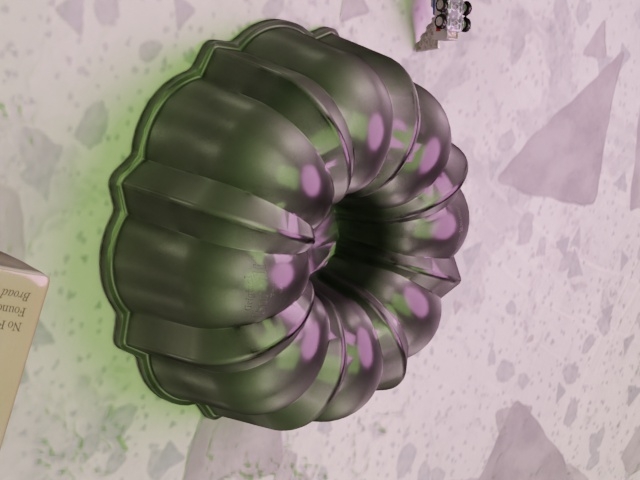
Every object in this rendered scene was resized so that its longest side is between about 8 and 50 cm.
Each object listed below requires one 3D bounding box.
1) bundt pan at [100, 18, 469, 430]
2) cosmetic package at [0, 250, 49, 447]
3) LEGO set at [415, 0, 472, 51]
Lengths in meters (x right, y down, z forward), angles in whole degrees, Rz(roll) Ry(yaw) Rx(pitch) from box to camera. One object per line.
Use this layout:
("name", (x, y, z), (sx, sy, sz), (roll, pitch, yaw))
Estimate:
("bundt pan", (0.000, 0.000, 0.954), (0.330, 0.124, 0.331), (-19, 117, -42))
("cosmetic package", (-0.288, 0.142, 0.708), (0.160, 0.113, 0.310), (13, 93, -48))
("LEGO set", (0.107, -0.285, 1.042), (0.244, 0.060, 0.182), (-49, 121, -25))
